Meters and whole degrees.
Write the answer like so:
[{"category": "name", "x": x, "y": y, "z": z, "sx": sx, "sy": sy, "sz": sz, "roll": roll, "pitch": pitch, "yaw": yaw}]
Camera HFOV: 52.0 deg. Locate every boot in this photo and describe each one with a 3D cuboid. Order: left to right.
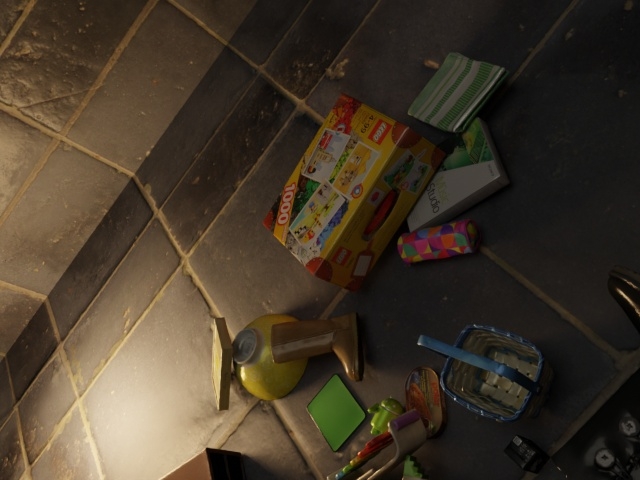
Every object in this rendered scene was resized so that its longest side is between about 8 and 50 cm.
[{"category": "boot", "x": -0.010, "y": 0.331, "z": 1.946, "sx": 0.270, "sy": 0.089, "sz": 0.236, "roll": -12, "pitch": 45, "yaw": 11}, {"category": "boot", "x": 0.645, "y": 0.316, "z": 1.383, "sx": 0.445, "sy": 0.146, "sz": 0.367, "roll": -57, "pitch": 41, "yaw": 10}]

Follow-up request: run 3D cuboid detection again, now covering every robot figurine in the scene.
[{"category": "robot figurine", "x": 0.180, "y": 0.478, "z": 1.770, "sx": 0.101, "sy": 0.067, "sz": 0.115, "roll": 27, "pitch": 86, "yaw": 30}]

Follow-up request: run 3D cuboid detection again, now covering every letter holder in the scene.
[{"category": "letter holder", "x": -0.383, "y": 0.821, "z": 2.055, "sx": 0.302, "sy": 0.152, "sz": 0.214, "roll": -38, "pitch": 49, "yaw": 22}]

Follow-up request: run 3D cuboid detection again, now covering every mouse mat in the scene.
[{"category": "mouse mat", "x": 0.044, "y": 0.504, "z": 1.928, "sx": 0.152, "sy": 0.007, "sz": 0.189, "roll": -51, "pitch": 43, "yaw": 10}]

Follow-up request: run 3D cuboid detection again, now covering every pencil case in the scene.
[{"category": "pencil case", "x": 0.334, "y": 0.006, "z": 1.859, "sx": 0.236, "sy": 0.104, "sz": 0.104, "roll": -14, "pitch": 60, "yaw": 40}]

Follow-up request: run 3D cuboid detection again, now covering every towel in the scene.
[{"category": "towel", "x": 0.412, "y": -0.457, "z": 2.016, "sx": 0.247, "sy": 0.038, "sz": 0.325, "roll": -53, "pitch": 29, "yaw": 8}]

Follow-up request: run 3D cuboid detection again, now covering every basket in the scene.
[{"category": "basket", "x": 0.391, "y": 0.299, "z": 1.504, "sx": 0.255, "sy": 0.289, "sz": 0.201, "roll": 17, "pitch": 76, "yaw": 49}]

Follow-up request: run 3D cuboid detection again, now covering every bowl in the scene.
[{"category": "bowl", "x": -0.194, "y": 0.359, "z": 2.119, "sx": 0.290, "sy": 0.156, "sz": 0.289, "roll": -21, "pitch": 56, "yaw": 35}]

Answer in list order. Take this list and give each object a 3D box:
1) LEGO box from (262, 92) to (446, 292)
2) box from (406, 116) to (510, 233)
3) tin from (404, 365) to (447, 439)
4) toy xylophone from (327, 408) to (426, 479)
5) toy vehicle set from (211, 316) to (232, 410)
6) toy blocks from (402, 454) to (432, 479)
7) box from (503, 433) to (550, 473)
[{"category": "LEGO box", "x": 0.089, "y": -0.154, "z": 2.036, "sx": 0.500, "sy": 0.193, "sz": 0.372, "roll": -58, "pitch": 40, "yaw": 8}, {"category": "box", "x": 0.376, "y": -0.182, "z": 1.929, "sx": 0.322, "sy": 0.058, "sz": 0.232, "roll": -34, "pitch": 49, "yaw": 30}, {"category": "tin", "x": 0.278, "y": 0.427, "z": 1.729, "sx": 0.106, "sy": 0.040, "sz": 0.189, "roll": -25, "pitch": 54, "yaw": 37}, {"category": "toy xylophone", "x": 0.129, "y": 0.551, "z": 1.644, "sx": 0.322, "sy": 0.236, "sz": 0.081, "roll": -48, "pitch": 64, "yaw": 28}, {"category": "toy vehicle set", "x": -0.328, "y": 0.409, "z": 2.173, "sx": 0.166, "sy": 0.035, "sz": 0.266, "roll": -118, "pitch": 30, "yaw": -55}, {"category": "toy blocks", "x": 0.303, "y": 0.704, "z": 1.479, "sx": 0.261, "sy": 0.191, "sz": 0.381, "roll": -1, "pitch": 67, "yaw": 31}, {"category": "box", "x": 0.467, "y": 0.484, "z": 1.486, "sx": 0.052, "sy": 0.083, "sz": 0.062, "roll": -54, "pitch": 43, "yaw": 5}]
